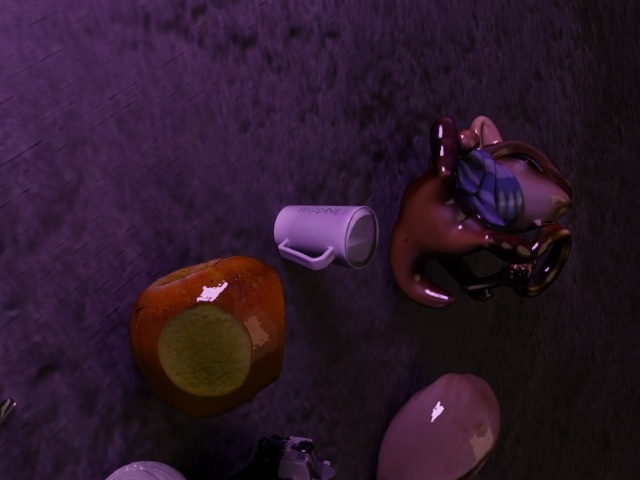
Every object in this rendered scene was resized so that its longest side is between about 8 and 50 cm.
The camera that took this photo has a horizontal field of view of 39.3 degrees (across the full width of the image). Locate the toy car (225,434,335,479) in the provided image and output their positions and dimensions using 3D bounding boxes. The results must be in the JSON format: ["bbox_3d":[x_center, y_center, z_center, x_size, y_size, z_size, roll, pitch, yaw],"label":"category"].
[{"bbox_3d":[-0.054,0.370,1.005,0.193,0.118,0.301,67,29,-86],"label":"toy car"}]

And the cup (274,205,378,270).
[{"bbox_3d":[0.000,0.000,1.065,0.104,0.116,0.074,-47,133,-42],"label":"cup"}]

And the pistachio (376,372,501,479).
[{"bbox_3d":[0.176,0.306,1.358,0.238,0.153,0.138,-46,127,-5],"label":"pistachio"}]

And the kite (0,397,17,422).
[{"bbox_3d":[-0.309,0.142,0.741,0.139,0.011,0.156,7,90,-58],"label":"kite"}]

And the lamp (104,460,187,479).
[{"bbox_3d":[-0.161,0.300,0.907,0.106,0.106,0.193,-57,146,-32],"label":"lamp"}]

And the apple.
[{"bbox_3d":[-0.104,0.096,0.890,0.146,0.163,0.147,-99,169,-81],"label":"apple"}]

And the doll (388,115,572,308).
[{"bbox_3d":[0.248,-0.044,1.336,0.340,0.209,0.317,-27,120,-53],"label":"doll"}]
